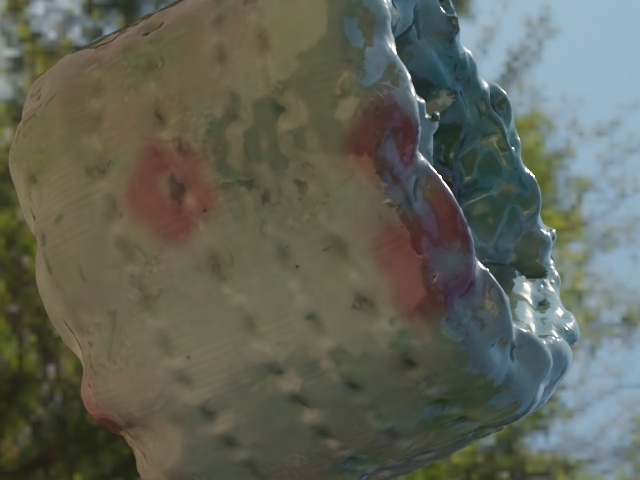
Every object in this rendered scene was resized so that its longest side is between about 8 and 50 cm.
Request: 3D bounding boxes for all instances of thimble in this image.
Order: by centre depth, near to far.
[{"bbox_3d":[0.000,0.000,0.712,0.211,0.149,0.185,36,34,-61],"label":"thimble"}]
